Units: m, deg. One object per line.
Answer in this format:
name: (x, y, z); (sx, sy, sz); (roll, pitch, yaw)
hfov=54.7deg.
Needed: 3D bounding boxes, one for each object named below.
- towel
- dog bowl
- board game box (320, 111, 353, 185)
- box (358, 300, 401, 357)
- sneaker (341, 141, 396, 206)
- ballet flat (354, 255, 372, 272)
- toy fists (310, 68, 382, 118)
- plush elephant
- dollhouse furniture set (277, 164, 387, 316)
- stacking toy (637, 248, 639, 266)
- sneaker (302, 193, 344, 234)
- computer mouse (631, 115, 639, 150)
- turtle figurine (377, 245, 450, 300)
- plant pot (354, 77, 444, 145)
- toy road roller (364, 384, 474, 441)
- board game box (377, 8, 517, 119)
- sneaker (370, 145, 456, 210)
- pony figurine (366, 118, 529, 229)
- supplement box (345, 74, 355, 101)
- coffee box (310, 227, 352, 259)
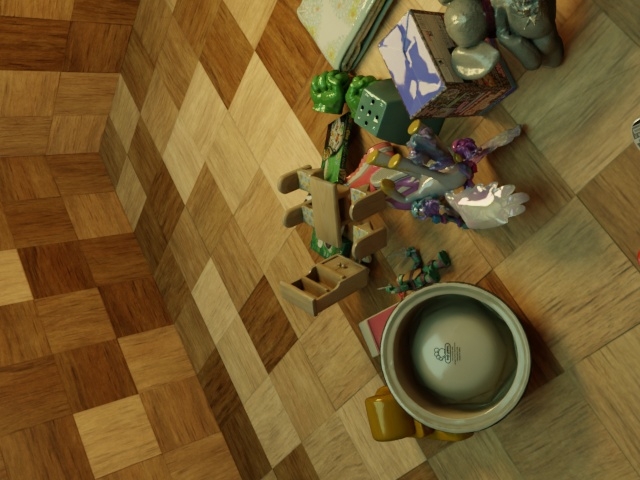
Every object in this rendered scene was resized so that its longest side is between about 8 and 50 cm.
towel: (0.082, -0.784, 2.024); (0.374, 0.090, 0.321); (-54, 55, 43)
dog bowl: (0.381, 0.317, 1.731); (0.408, 0.150, 0.408); (-1, 86, 21)
board game box: (0.051, -0.301, 2.122); (0.136, 0.030, 0.260); (-15, 60, 55)
box: (0.261, 0.272, 1.991); (0.232, 0.148, 0.127); (-38, 70, 49)
sneaker: (0.158, -0.176, 2.044); (0.136, 0.116, 0.314); (58, 137, 22)
ballet flat: (0.147, 0.076, 2.169); (0.068, 0.072, 0.213); (21, 118, 17)
toy fists: (0.090, -0.477, 2.020); (0.279, 0.096, 0.142); (17, 110, 25)
plush elephant: (0.412, -0.525, 1.451); (0.255, 0.330, 0.272); (2, 107, 31)
dollhouse furniture set: (0.000, 0.000, 1.997); (0.362, 0.256, 0.394); (24, 131, 44)
stacking toy: (0.810, 0.113, 1.294); (0.330, 0.141, 0.141); (54, 135, 36)
sneaker: (-0.001, -0.087, 2.281); (0.153, 0.094, 0.235); (-41, 66, 49)
computer mouse: (0.751, -0.190, 1.361); (0.106, 0.042, 0.193); (-26, 83, 55)
turtle figurine: (0.292, 0.104, 1.948); (0.234, 0.118, 0.175); (-20, 42, 50)
plant pot: (0.228, -0.375, 1.813); (0.165, 0.234, 0.165); (43, 129, 36)
toy road roller: (0.294, 0.532, 1.936); (0.329, 0.240, 0.203); (-19, 84, 52)
board game box: (0.333, -0.455, 1.616); (0.141, 0.291, 0.232); (-38, 69, 50)
sneaker: (0.310, -0.181, 1.888); (0.282, 0.102, 0.161); (-18, 123, 33)
pony figurine: (0.350, -0.169, 1.650); (0.351, 0.363, 0.303); (-32, 37, 52)
supplement box: (0.091, -0.515, 2.105); (0.055, 0.043, 0.083); (-9, 92, 51)
coffee box: (0.037, 0.017, 2.299); (0.184, 0.040, 0.113); (35, 124, 42)
